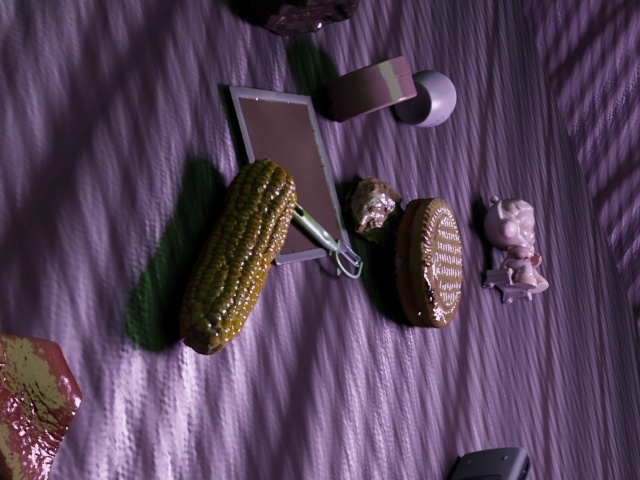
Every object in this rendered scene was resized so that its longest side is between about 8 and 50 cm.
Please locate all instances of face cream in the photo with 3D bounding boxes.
[{"bbox_3d":[0.216,-0.291,1.476,0.104,0.117,0.117,-27,99,-48],"label":"face cream"}]

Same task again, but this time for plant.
[{"bbox_3d":[-0.046,-0.472,1.115,0.188,0.199,0.276,-25,101,-63],"label":"plant"}]

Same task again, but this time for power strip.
[{"bbox_3d":[0.085,-0.263,1.243,0.154,0.154,0.078,-32,106,-56],"label":"power strip"}]

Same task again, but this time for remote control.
[{"bbox_3d":[0.261,0.449,1.193,0.296,0.140,0.056,-36,103,-56],"label":"remote control"}]

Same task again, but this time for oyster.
[{"bbox_3d":[0.110,-0.061,1.262,0.209,0.072,0.133,17,65,-54],"label":"oyster"}]

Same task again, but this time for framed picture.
[{"bbox_3d":[-0.045,-0.101,1.099,0.217,0.017,0.274,-6,81,-57],"label":"framed picture"}]

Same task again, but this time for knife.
[{"bbox_3d":[-0.001,0.000,1.090,0.212,0.015,0.054,44,50,-38],"label":"knife"}]

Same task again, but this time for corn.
[{"bbox_3d":[-0.100,0.016,0.891,0.101,0.101,0.291,50,39,-31],"label":"corn"}]

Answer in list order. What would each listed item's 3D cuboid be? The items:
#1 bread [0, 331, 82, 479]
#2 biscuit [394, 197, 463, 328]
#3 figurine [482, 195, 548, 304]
[{"bbox_3d":[-0.272,0.140,0.610,0.119,0.067,0.192,-26,96,-49],"label":"bread"},{"bbox_3d":[0.201,0.042,1.302,0.259,0.079,0.259,6,83,-63],"label":"biscuit"},{"bbox_3d":[0.454,0.009,1.691,0.182,0.144,0.256,18,62,-28],"label":"figurine"}]
